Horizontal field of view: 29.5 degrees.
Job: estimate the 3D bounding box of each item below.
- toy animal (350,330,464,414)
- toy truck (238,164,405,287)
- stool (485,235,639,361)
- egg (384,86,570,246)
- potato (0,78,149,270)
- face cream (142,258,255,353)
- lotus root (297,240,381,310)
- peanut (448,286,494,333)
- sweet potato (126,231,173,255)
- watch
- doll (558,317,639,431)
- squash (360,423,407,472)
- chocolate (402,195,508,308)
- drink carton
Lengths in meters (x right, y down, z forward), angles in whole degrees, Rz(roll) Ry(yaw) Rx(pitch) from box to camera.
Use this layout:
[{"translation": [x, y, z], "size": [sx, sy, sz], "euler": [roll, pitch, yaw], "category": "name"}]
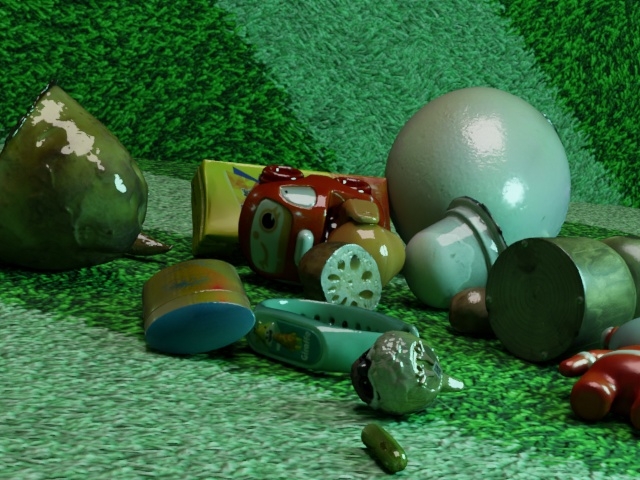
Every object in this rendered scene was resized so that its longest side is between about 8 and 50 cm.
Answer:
[{"translation": [0.096, 0.158, 1.389], "size": [0.098, 0.098, 0.137], "euler": [17, -8, 46], "category": "toy animal"}, {"translation": [0.000, 0.000, 1.977], "size": [0.265, 0.189, 0.239], "euler": [6, 18, -8], "category": "toy truck"}, {"translation": [0.392, 0.082, 1.795], "size": [0.264, 0.179, 0.179], "euler": [0, 12, -43], "category": "stool"}, {"translation": [0.287, -0.081, 2.238], "size": [0.355, 0.354, 0.340], "euler": [8, 24, 4], "category": "egg"}, {"translation": [-0.391, -0.057, 1.870], "size": [0.237, 0.301, 0.289], "euler": [33, -9, -8], "category": "potato"}, {"translation": [-0.166, 0.085, 1.613], "size": [0.139, 0.067, 0.285], "euler": [-14, 13, -6], "category": "face cream"}, {"translation": [0.029, 0.060, 1.818], "size": [0.112, 0.122, 0.081], "euler": [-26, 19, -28], "category": "lotus root"}, {"translation": [0.257, 0.108, 1.860], "size": [0.152, 0.076, 0.076], "euler": [-2, 13, -37], "category": "peanut"}, {"translation": [-0.401, -0.021, 2.096], "size": [0.314, 0.072, 0.066], "euler": [8, -5, 15], "category": "sweet potato"}, {"translation": [0.016, 0.125, 1.585], "size": [0.237, 0.068, 0.195], "euler": [11, 7, 40], "category": "watch"}, {"translation": [0.426, 0.168, 1.574], "size": [0.200, 0.105, 0.336], "euler": [10, 17, 25], "category": "doll"}, {"translation": [0.065, 0.208, 1.215], "size": [0.027, 0.027, 0.083], "euler": [5, 9, -19], "category": "squash"}, {"translation": [0.207, 0.037, 2.002], "size": [0.147, 0.221, 0.221], "euler": [-15, 15, -15], "category": "chocolate"}, {"translation": [-0.055, -0.044, 2.209], "size": [0.351, 0.154, 0.111], "euler": [5, -24, -20], "category": "drink carton"}]
